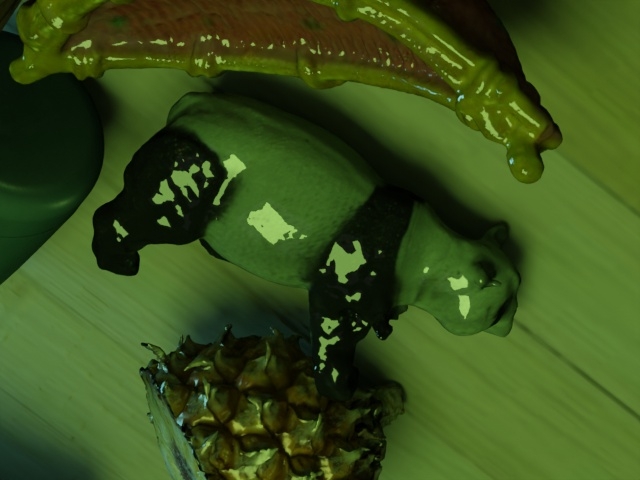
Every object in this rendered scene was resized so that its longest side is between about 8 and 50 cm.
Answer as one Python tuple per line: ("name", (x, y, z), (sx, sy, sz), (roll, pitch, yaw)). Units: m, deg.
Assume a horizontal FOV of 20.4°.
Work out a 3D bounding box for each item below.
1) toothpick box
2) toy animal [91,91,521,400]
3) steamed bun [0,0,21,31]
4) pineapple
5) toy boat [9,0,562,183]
("toothpick box", (-0.211, -0.026, 1.005), (0.120, 0.120, 0.184), (40, 136, -8))
("toy animal", (0.000, 0.000, 0.945), (0.225, 0.094, 0.121), (29, 127, 1))
("steamed bun", (-0.201, -0.177, 0.885), (0.145, 0.106, 0.175), (38, 118, 11))
("pineapple", (-0.014, 0.116, 1.036), (0.161, 0.137, 0.176), (50, 160, 47))
("toy boat", (-0.022, -0.100, 0.850), (0.318, 0.099, 0.141), (13, 166, 34))
